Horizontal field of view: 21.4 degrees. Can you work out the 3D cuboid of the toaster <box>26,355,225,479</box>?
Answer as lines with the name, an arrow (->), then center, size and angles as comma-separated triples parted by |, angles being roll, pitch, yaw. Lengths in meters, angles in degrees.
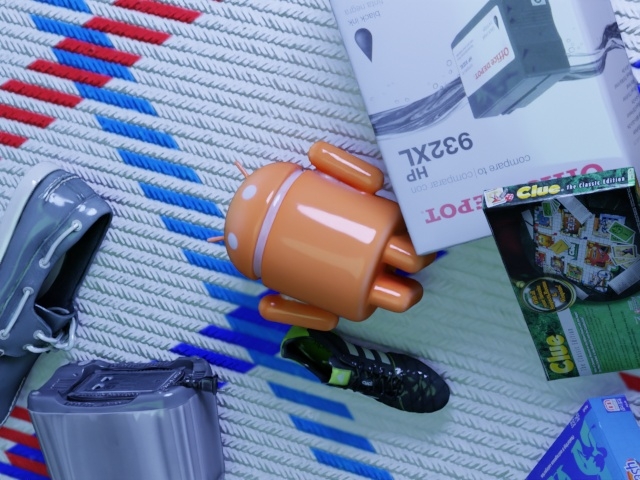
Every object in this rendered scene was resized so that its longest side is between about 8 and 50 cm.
toaster -> -0.191, 0.208, 1.786 | 0.227, 0.129, 0.146 | -4, 107, 19

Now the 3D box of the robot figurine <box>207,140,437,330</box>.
robot figurine -> -0.001, 0.002, 1.657 | 0.219, 0.128, 0.158 | 22, 143, 13

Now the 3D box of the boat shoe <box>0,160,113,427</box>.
boat shoe -> -0.306, 0.078, 1.797 | 0.099, 0.116, 0.319 | 26, 107, 16

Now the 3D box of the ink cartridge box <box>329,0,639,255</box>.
ink cartridge box -> 0.154, -0.166, 1.553 | 0.223, 0.129, 0.307 | -16, 99, 23

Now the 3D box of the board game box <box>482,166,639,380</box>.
board game box -> 0.244, 0.036, 1.548 | 0.136, 0.030, 0.260 | -10, 137, 15

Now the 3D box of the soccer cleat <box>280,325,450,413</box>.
soccer cleat -> 0.042, 0.135, 1.708 | 0.179, 0.072, 0.060 | 22, 111, 13

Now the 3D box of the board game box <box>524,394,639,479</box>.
board game box -> 0.273, 0.275, 1.585 | 0.160, 0.047, 0.210 | -64, 39, 46
